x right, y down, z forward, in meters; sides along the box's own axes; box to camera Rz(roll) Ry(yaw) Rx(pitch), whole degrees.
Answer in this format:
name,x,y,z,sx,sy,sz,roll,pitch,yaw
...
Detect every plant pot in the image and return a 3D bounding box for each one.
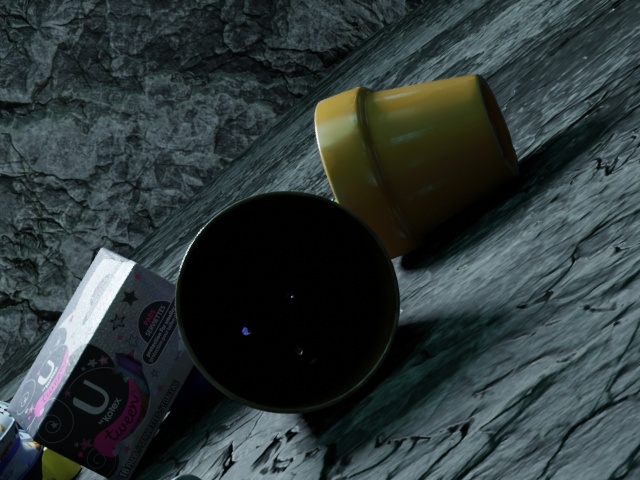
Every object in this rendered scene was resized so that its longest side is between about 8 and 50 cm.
name,x,y,z,sx,sy,sz,roll,pitch,yaw
plant pot,-0.041,0.076,1.473,0.215,0.215,0.230,-42,-3,-10
plant pot,0.121,-0.101,1.661,0.188,0.205,0.205,-21,15,16

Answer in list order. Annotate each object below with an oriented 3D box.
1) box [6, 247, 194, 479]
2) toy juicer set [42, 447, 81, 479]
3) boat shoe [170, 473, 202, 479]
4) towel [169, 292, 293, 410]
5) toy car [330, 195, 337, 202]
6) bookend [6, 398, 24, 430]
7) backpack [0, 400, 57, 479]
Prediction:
name,x,y,z,sx,sy,sz,roll,pitch,yaw
box,-0.261,0.153,1.785,0.247,0.142,0.163,-61,24,-6
toy juicer set,-0.479,0.363,2.092,0.329,0.089,0.209,-39,10,12
boat shoe,-0.160,0.286,1.307,0.083,0.065,0.183,-34,13,27
towel,-0.106,0.117,1.844,0.308,0.076,0.227,-28,27,49
toy car,0.000,0.000,2.019,0.225,0.053,0.239,-45,12,-30
bookend,-0.564,0.309,2.451,0.072,0.157,0.156,-35,12,26
backpack,-0.509,0.319,1.834,0.264,0.213,0.276,4,23,12
